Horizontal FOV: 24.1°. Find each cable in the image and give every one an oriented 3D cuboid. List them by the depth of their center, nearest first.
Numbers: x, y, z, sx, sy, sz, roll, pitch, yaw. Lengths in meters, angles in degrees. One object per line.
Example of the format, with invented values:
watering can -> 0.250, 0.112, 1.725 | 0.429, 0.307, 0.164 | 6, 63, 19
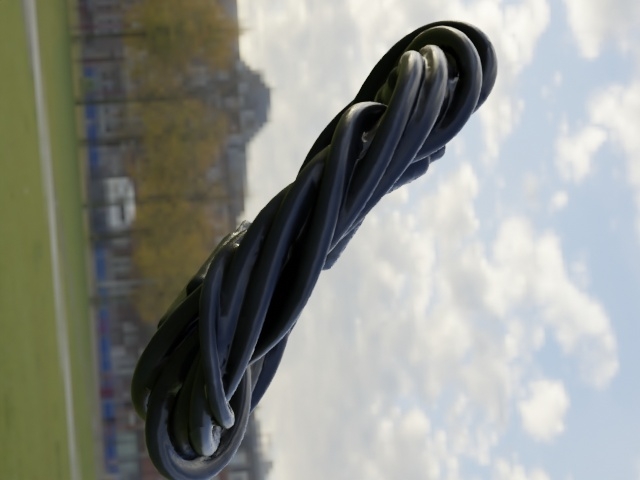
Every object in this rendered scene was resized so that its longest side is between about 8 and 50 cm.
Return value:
cable -> 0.000, 0.000, 0.469 | 0.150, 0.047, 0.184 | -48, -177, 22
